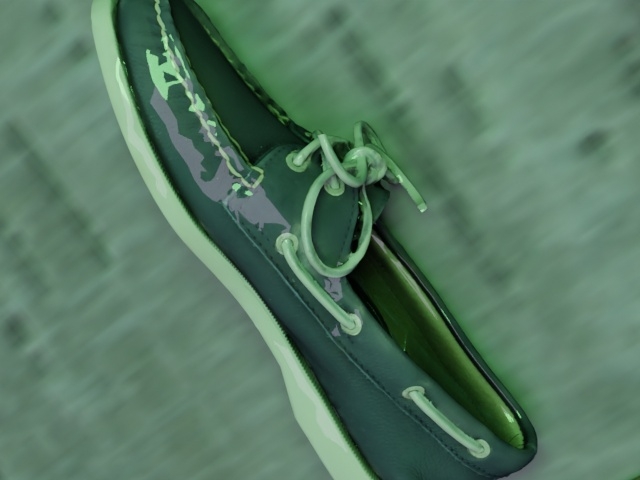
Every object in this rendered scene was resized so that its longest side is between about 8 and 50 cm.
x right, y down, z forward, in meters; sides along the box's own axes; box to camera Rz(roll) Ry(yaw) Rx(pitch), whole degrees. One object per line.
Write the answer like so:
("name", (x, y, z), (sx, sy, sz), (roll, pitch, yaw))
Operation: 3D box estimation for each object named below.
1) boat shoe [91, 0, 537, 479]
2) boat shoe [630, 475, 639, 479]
("boat shoe", (0.000, 0.000, 0.668), (0.079, 0.095, 0.254), (-25, 102, 23))
("boat shoe", (0.201, 0.142, 0.658), (0.302, 0.103, 0.113), (-22, 101, 21))
